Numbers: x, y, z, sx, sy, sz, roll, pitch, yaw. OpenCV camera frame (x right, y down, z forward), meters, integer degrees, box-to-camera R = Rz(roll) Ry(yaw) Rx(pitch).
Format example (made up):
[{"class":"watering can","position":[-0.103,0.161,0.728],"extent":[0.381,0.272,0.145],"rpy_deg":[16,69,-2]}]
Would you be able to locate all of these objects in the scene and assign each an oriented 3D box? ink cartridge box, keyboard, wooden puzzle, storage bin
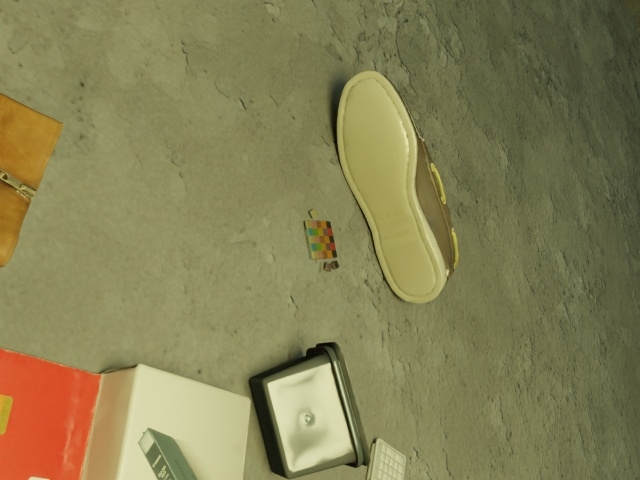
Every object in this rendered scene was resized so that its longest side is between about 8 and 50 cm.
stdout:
[{"class":"ink cartridge box","position":[-0.182,0.245,0.563],"extent":[0.261,0.066,0.296],"rpy_deg":[29,55,-42]},{"class":"keyboard","position":[0.067,0.371,0.851],"extent":[0.072,0.014,0.256],"rpy_deg":[39,50,-35]},{"class":"wooden puzzle","position":[0.000,0.000,0.918],"extent":[0.049,0.006,0.083],"rpy_deg":[-1,77,-50]},{"class":"storage bin","position":[-0.019,0.187,0.769],"extent":[0.091,0.098,0.135],"rpy_deg":[-12,86,-23]}]

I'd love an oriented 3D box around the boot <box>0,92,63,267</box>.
[{"class":"boot","position":[-0.313,-0.149,0.533],"extent":[0.280,0.096,0.264],"rpy_deg":[30,54,-41]}]

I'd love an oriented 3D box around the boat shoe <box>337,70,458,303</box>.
[{"class":"boat shoe","position":[0.114,-0.078,1.002],"extent":[0.097,0.116,0.324],"rpy_deg":[-29,103,-55]}]
